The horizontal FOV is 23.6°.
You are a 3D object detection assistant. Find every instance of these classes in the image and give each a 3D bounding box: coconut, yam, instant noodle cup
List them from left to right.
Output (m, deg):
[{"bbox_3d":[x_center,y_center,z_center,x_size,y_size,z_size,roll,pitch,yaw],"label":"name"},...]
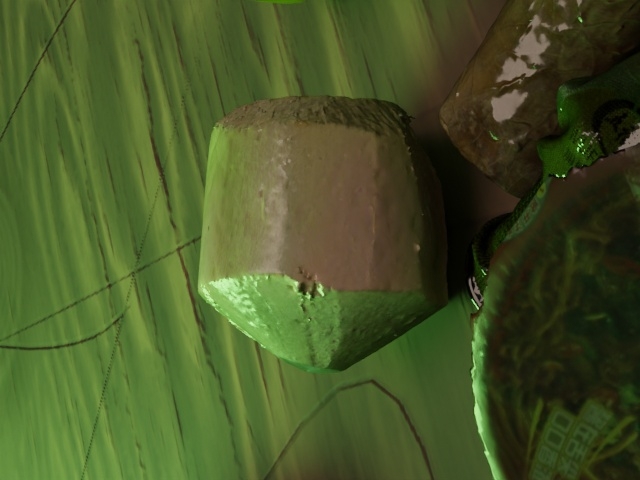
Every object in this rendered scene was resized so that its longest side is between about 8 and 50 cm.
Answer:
[{"bbox_3d":[0.000,0.000,0.891,0.147,0.147,0.152,-13,72,49],"label":"coconut"},{"bbox_3d":[0.173,-0.176,0.763,0.356,0.081,0.081,-58,45,26],"label":"yam"},{"bbox_3d":[0.200,0.069,0.643,0.274,0.091,0.274,15,117,32],"label":"instant noodle cup"}]

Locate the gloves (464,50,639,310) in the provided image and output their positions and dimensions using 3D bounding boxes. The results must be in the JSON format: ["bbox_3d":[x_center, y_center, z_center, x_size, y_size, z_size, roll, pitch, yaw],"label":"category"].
[{"bbox_3d":[0.171,-0.034,0.727,0.135,0.107,0.268,51,126,5],"label":"gloves"}]

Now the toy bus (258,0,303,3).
[{"bbox_3d":[0.007,-0.231,0.918,0.331,0.145,0.151,-1,85,50],"label":"toy bus"}]
